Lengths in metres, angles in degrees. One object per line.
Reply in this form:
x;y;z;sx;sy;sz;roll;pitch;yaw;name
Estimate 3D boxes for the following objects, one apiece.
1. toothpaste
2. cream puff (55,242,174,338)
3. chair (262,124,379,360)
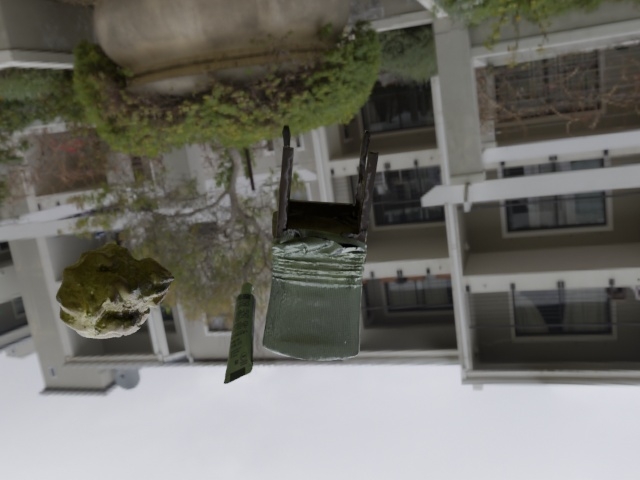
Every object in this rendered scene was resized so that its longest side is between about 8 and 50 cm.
-0.138;0.156;1.081;0.062;0.037;0.216;-31;-145;22;toothpaste
-0.288;0.076;0.876;0.116;0.146;0.146;1;-165;26;cream puff
0.000;0.000;0.943;0.160;0.319;0.186;3;-158;-3;chair
